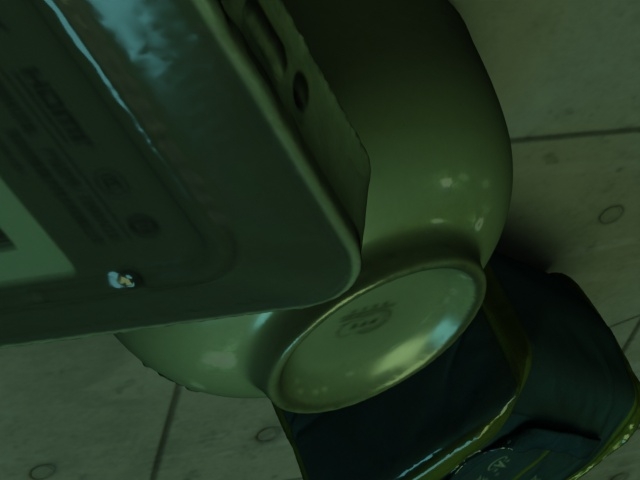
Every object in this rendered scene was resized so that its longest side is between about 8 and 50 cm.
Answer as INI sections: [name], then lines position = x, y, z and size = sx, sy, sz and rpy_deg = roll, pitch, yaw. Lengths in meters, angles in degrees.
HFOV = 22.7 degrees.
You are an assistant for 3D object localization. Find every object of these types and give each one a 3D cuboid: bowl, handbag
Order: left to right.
[bowl]
position = 0.000, 0.000, 1.139
size = 0.354, 0.185, 0.354
rpy_deg = -23, 151, -14
[handbag]
position = 0.117, 0.134, 1.391
size = 0.263, 0.222, 0.241
rpy_deg = -44, 145, 22

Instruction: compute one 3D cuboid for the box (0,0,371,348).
[box]
position = -0.207, -0.084, 0.870
size = 0.397, 0.111, 0.396
rpy_deg = -9, 141, 23
